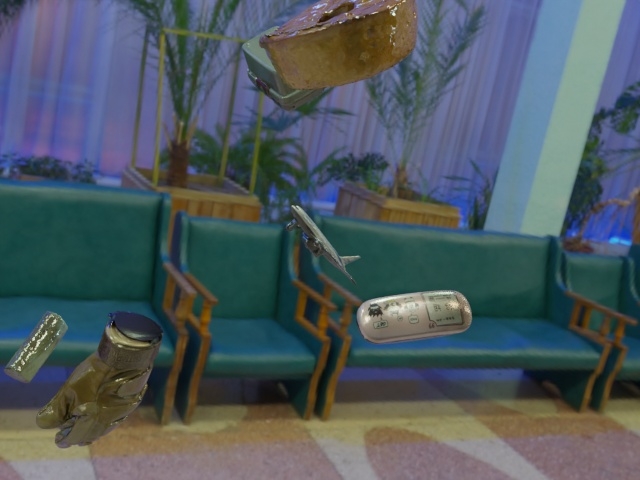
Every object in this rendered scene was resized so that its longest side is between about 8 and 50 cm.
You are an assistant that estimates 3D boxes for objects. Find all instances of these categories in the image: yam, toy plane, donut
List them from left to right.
[{"bbox_3d":[-0.645,0.242,1.685,0.068,0.068,0.169,15,51,12],"label":"yam"},{"bbox_3d":[-0.002,0.003,1.454,0.226,0.058,0.226,38,7,-42],"label":"toy plane"},{"bbox_3d":[0.036,-0.330,1.200,0.278,0.108,0.277,-15,26,7],"label":"donut"}]

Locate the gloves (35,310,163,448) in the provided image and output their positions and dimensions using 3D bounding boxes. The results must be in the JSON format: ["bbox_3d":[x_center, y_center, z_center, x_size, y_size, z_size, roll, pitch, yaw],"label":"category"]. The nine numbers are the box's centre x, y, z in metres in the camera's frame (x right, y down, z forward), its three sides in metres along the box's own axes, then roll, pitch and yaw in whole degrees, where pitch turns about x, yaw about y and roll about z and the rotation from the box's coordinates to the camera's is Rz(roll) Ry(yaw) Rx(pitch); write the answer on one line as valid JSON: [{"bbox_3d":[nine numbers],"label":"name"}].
[{"bbox_3d":[-0.410,0.282,1.389,0.141,0.331,0.154,36,22,0],"label":"gloves"}]

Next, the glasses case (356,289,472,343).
[{"bbox_3d":[0.245,0.198,1.925,0.315,0.122,0.075,-5,-24,-16],"label":"glasses case"}]

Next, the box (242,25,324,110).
[{"bbox_3d":[-0.093,-0.434,1.856,0.148,0.129,0.210,-34,48,-13],"label":"box"}]
